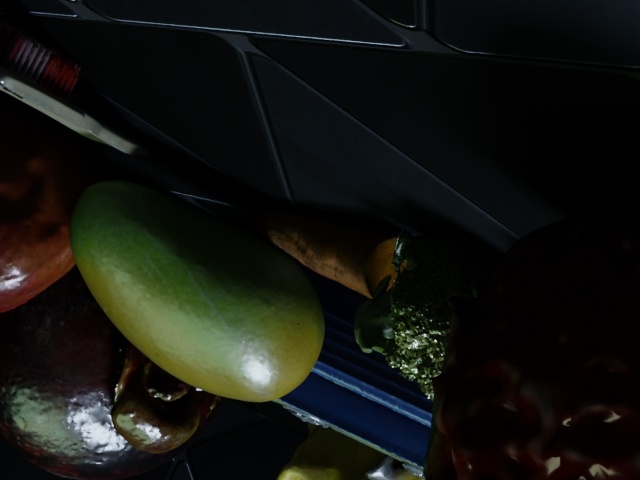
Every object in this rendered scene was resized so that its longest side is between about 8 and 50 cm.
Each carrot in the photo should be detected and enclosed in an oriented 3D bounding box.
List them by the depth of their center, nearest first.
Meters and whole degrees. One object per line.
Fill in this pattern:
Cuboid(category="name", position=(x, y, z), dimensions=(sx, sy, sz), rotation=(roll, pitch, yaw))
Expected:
Cuboid(category="carrot", position=(0.000, 0.000, 1.542), dimensions=(0.057, 0.057, 0.224), rotation=(33, 174, -36))

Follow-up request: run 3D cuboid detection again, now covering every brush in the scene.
Cuboid(category="brush", position=(-0.201, -0.115, 1.455), dimensions=(0.060, 0.050, 0.321), rotation=(21, 177, 14))

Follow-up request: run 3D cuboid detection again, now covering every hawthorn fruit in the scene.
Cuboid(category="hawthorn fruit", position=(-0.289, -0.021, 1.660), dimensions=(0.190, 0.251, 0.189), rotation=(14, 141, 11))

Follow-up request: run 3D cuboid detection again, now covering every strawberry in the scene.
Cuboid(category="strawberry", position=(0.232, 0.139, 1.066), dimensions=(0.345, 0.295, 0.317), rotation=(8, 132, 6))

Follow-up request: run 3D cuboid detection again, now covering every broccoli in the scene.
Cuboid(category="broccoli", position=(0.085, 0.059, 1.406), dimensions=(0.120, 0.130, 0.131), rotation=(-8, 172, 32))

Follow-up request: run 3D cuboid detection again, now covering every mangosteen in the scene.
Cuboid(category="mangosteen", position=(-0.209, 0.088, 1.864), dimensions=(0.293, 0.297, 0.297), rotation=(-26, 137, 32))

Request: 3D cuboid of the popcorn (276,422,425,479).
Cuboid(category="popcorn", position=(0.107, 0.272, 1.964), dimensions=(0.316, 0.297, 0.281), rotation=(54, -174, 31))

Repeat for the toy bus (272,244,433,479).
Cuboid(category="toy bus", position=(0.056, 0.126, 1.772), dimensions=(0.288, 0.138, 0.175), rotation=(25, 171, 7))

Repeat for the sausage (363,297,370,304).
Cuboid(category="sausage", position=(0.077, 0.057, 1.570), dimensions=(0.065, 0.065, 0.169), rotation=(27, 171, -6))

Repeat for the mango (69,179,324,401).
Cuboid(category="mango", position=(-0.111, 0.045, 1.617), dimensions=(0.251, 0.114, 0.156), rotation=(31, 139, -17))
